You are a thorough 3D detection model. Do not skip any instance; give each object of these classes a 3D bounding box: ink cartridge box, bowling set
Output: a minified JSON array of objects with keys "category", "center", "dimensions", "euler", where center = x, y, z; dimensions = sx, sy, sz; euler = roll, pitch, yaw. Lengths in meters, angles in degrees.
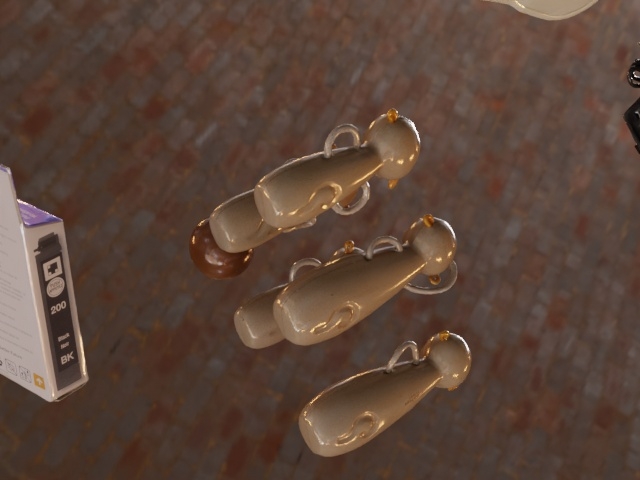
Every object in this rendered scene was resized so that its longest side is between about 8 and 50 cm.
[{"category":"ink cartridge box","center":[-0.274,-0.001,0.983],"dimensions":[0.206,0.208,0.045],"euler":[22,-140,33]},{"category":"bowling set","center":[0.000,0.000,0.981],"dimensions":[0.154,0.287,0.200],"euler":[-27,-138,-23]}]

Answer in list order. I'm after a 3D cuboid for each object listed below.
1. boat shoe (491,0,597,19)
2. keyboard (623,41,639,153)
[{"category":"boat shoe","center":[0.184,-0.312,1.295],"dimensions":[0.319,0.116,0.099],"euler":[10,-125,-50]},{"category":"keyboard","center":[0.382,-0.086,1.235],"dimensions":[0.317,0.033,0.201],"euler":[11,-125,-48]}]
